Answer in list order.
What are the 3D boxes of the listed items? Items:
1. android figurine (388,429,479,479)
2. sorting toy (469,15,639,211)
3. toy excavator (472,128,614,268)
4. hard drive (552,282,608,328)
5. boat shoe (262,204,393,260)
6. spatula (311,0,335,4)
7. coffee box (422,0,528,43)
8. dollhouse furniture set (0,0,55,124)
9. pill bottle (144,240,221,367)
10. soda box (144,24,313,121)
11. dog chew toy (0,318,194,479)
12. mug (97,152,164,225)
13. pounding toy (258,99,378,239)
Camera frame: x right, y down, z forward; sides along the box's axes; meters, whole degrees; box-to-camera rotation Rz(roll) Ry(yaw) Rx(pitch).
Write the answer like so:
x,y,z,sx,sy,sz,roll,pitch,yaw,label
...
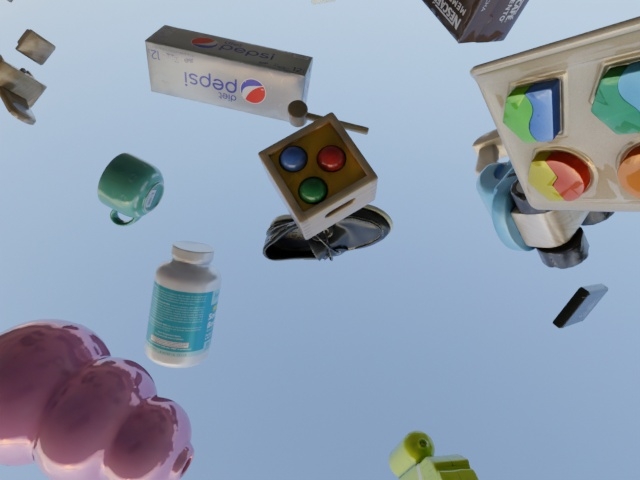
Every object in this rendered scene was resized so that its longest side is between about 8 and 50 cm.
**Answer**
x,y,z,sx,sy,sz,roll,pitch,yaw,label
0.136,0.356,0.507,0.056,0.273,0.248,-1,-128,-8,android figurine
0.257,-0.094,0.413,0.038,0.208,0.193,-50,-152,-19,sorting toy
0.520,-0.168,1.169,0.433,0.222,0.445,-47,-152,-19,toy excavator
0.535,0.133,0.899,0.135,0.094,0.022,1,-147,-44,hard drive
-0.002,-0.003,0.988,0.340,0.127,0.113,0,-137,35,boat shoe
0.049,-0.751,1.208,0.242,0.168,0.019,11,-131,32,spatula
0.255,-0.524,0.797,0.118,0.168,0.297,-15,-116,-24,coffee box
-0.461,-0.392,0.645,0.355,0.303,0.174,-47,-118,6,dollhouse furniture set
-0.306,0.139,0.991,0.146,0.264,0.146,12,-168,-3,pill bottle
-0.163,-0.306,0.808,0.286,0.098,0.091,12,-135,0,soda box
-0.338,0.251,0.635,0.331,0.207,0.207,24,-122,7,dog chew toy
-0.414,-0.109,0.987,0.097,0.158,0.129,26,-123,2,mug
0.001,-0.142,0.660,0.181,0.094,0.206,-30,-106,-5,pounding toy
